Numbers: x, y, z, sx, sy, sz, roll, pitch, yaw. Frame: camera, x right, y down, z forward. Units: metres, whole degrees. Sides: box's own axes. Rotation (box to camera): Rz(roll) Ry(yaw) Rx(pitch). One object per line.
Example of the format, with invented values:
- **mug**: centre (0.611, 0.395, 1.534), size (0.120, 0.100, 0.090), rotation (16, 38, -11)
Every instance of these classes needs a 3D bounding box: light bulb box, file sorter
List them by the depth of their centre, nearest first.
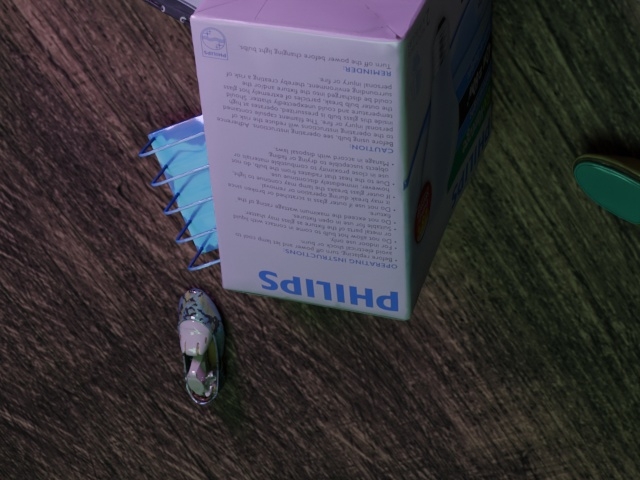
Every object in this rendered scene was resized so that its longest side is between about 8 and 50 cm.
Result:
- **light bulb box**: centre (0.038, -0.170, 1.887), size (0.225, 0.358, 0.361), rotation (10, 132, 17)
- **file sorter**: centre (-0.139, -0.062, 2.176), size (0.118, 0.104, 0.170), rotation (-19, 105, 15)

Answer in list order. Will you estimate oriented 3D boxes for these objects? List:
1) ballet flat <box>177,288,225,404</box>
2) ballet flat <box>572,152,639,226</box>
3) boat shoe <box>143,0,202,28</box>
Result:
- **ballet flat**: centre (-0.168, 0.155, 2.445), size (0.070, 0.070, 0.188), rotation (5, 130, 18)
- **ballet flat**: centre (0.402, -0.045, 2.045), size (0.232, 0.073, 0.080), rotation (33, 142, 1)
- **boat shoe**: centre (-0.131, -0.269, 2.064), size (0.229, 0.080, 0.076), rotation (28, 139, -1)
